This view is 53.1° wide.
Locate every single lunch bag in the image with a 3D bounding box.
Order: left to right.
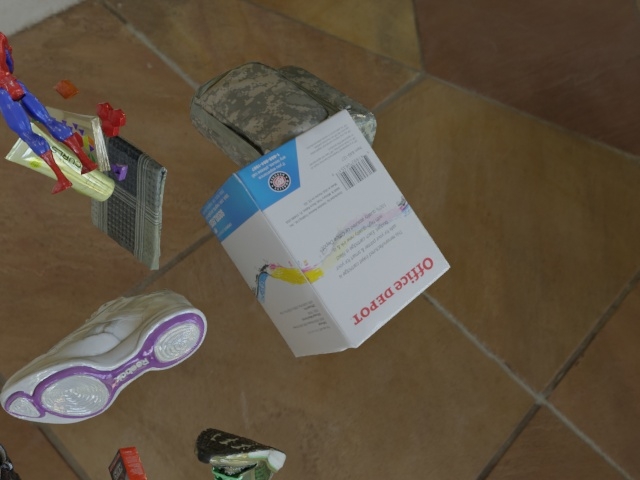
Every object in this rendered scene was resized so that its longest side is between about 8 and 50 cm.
[{"bbox_3d":[-0.079,-0.209,1.259,0.256,0.212,0.305,-17,47,-44],"label":"lunch bag"}]

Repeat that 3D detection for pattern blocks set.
[{"bbox_3d":[-0.587,-0.245,1.552,0.325,0.285,0.026,25,36,22],"label":"pattern blocks set"}]

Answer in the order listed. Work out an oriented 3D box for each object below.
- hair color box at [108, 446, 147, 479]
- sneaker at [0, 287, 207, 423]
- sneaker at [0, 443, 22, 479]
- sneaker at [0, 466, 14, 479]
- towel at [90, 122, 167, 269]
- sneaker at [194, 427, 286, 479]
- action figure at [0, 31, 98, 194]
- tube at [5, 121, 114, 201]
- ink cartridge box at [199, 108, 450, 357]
[{"bbox_3d":[-0.422,0.540,1.424,0.043,0.072,0.141,8,33,-43],"label":"hair color box"},{"bbox_3d":[-0.331,0.170,0.980,0.305,0.114,0.152,-24,35,-22],"label":"sneaker"},{"bbox_3d":[-0.739,0.491,1.355,0.269,0.153,0.101,4,24,17],"label":"sneaker"},{"bbox_3d":[-0.353,0.247,0.535,0.163,0.281,0.106,-21,26,-10],"label":"sneaker"},{"bbox_3d":[-0.520,-0.119,1.730,0.312,0.324,0.056,32,35,29],"label":"towel"},{"bbox_3d":[-0.205,0.588,1.597,0.158,0.410,0.182,12,71,23],"label":"sneaker"},{"bbox_3d":[-0.468,-0.198,0.950,0.091,0.139,0.280,-49,118,-41],"label":"action figure"},{"bbox_3d":[-0.567,-0.162,1.418,0.062,0.240,0.070,-15,59,27],"label":"tube"},{"bbox_3d":[0.000,0.000,0.787,0.171,0.168,0.232,-34,92,-28],"label":"ink cartridge box"}]
